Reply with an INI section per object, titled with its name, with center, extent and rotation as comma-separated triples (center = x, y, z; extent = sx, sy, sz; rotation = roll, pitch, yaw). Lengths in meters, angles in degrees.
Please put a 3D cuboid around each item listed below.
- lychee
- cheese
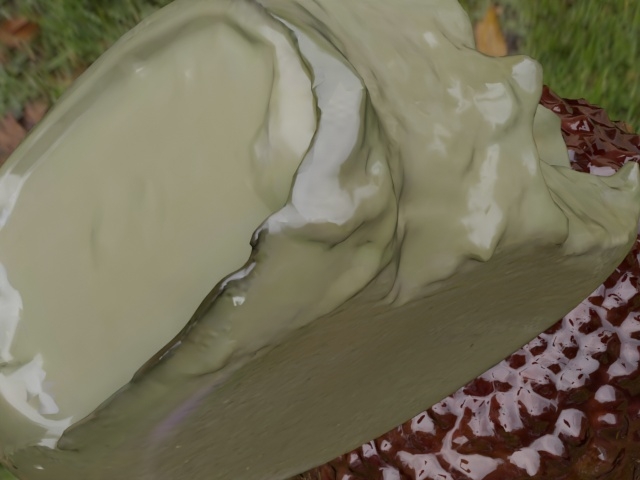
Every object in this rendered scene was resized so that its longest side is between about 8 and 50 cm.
[lychee]
center = 0.084, 0.047, 1.032
extent = 0.275, 0.304, 0.276
rotation = -14, 62, 28
[cheese]
center = 0.000, 0.000, 0.504
extent = 0.175, 0.202, 0.091
rotation = -42, 69, 35
